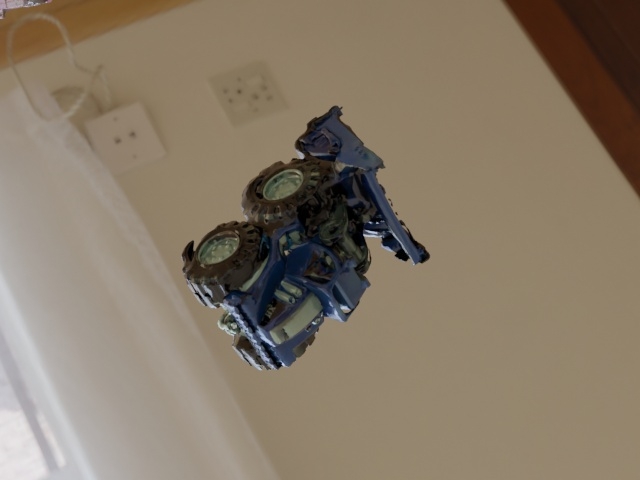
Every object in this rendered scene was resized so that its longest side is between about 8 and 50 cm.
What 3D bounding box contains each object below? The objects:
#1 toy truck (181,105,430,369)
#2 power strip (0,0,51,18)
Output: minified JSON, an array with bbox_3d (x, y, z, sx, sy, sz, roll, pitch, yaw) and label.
[{"bbox_3d":[0.000,0.000,0.888,0.208,0.126,0.113,-52,131,-24],"label":"toy truck"},{"bbox_3d":[-0.430,-0.442,1.484,0.109,0.279,0.037,1,-164,37],"label":"power strip"}]
